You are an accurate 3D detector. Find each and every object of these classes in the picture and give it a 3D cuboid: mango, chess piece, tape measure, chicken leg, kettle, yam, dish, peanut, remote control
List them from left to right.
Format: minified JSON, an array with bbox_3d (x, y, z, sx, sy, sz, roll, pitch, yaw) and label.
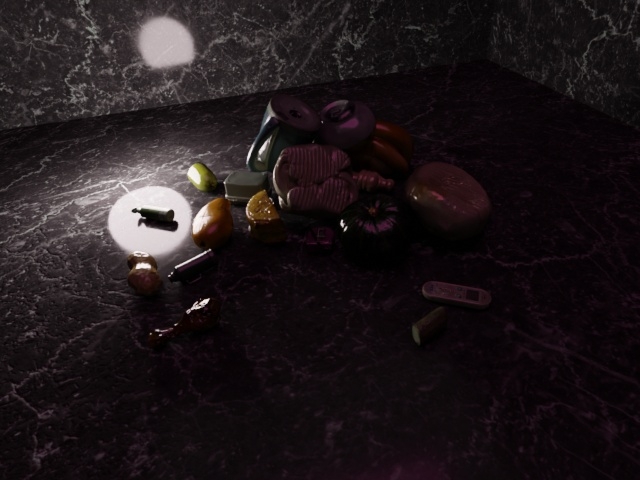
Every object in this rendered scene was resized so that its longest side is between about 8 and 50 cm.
[{"bbox_3d":[-0.673,0.117,1.577,0.117,0.101,0.263,-2,32,-29],"label":"peanut"},{"bbox_3d":[-0.442,0.276,1.369,0.251,0.087,0.107,-28,25,-17],"label":"chicken leg"},{"bbox_3d":[-0.455,-0.068,1.777,0.177,0.120,0.295,-10,35,7],"label":"mango"},{"bbox_3d":[-0.198,-0.443,1.882,0.247,0.342,0.319,49,43,14],"label":"kettle"},{"bbox_3d":[0.000,0.000,1.664,0.118,0.074,0.125,-4,40,1],"label":"tape measure"},{"bbox_3d":[0.091,-0.577,1.967,0.324,0.124,0.324,-11,49,13],"label":"dish"},{"bbox_3d":[0.207,-0.294,1.999,0.307,0.124,0.139,13,9,17],"label":"chess piece"},{"bbox_3d":[0.341,0.266,1.286,0.146,0.070,0.070,-25,42,-25],"label":"yam"},{"bbox_3d":[0.455,0.185,1.395,0.221,0.042,0.078,10,39,17],"label":"remote control"}]

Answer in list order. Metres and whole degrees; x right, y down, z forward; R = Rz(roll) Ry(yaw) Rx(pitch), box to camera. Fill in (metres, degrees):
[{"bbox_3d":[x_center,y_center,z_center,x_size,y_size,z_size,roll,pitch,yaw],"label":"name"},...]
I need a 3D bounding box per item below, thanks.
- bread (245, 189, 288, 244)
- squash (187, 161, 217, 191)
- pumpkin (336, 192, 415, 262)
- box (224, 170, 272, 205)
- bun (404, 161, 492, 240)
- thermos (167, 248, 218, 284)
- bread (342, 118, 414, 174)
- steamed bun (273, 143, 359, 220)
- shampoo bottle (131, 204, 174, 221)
[{"bbox_3d":[-0.240,-0.084,1.741,0.147,0.160,0.260,-21,46,-9],"label":"bread"},{"bbox_3d":[-0.586,-0.310,2.109,0.123,0.123,0.186,-28,46,-26],"label":"squash"},{"bbox_3d":[0.213,-0.046,1.597,0.300,0.207,0.300,-8,50,9],"label":"pumpkin"},{"bbox_3d":[-0.346,-0.245,1.979,0.210,0.129,0.148,6,40,13],"label":"box"},{"bbox_3d":[0.495,-0.144,1.652,0.365,0.219,0.365,15,42,-14],"label":"bun"},{"bbox_3d":[-0.491,0.110,1.596,0.187,0.083,0.073,-29,22,-25],"label":"thermos"},{"bbox_3d":[0.258,-0.452,2.130,0.424,0.329,0.245,10,81,19],"label":"bread"},{"bbox_3d":[-0.036,-0.242,1.816,0.367,0.255,0.342,6,78,-16],"label":"steamed bun"},{"bbox_3d":[-0.785,-0.130,1.940,0.204,0.065,0.065,9,40,19],"label":"shampoo bottle"}]
